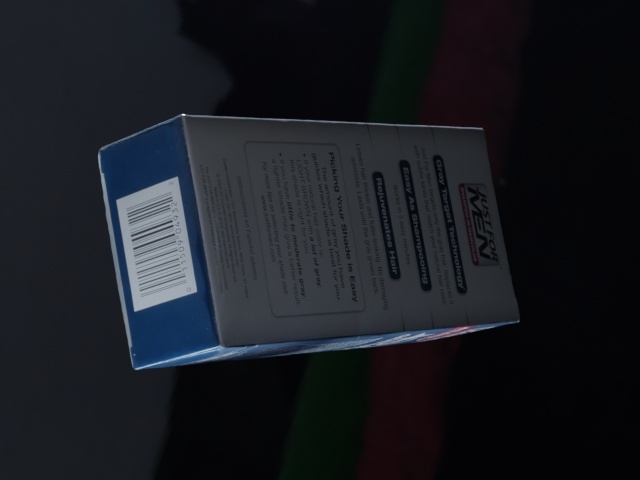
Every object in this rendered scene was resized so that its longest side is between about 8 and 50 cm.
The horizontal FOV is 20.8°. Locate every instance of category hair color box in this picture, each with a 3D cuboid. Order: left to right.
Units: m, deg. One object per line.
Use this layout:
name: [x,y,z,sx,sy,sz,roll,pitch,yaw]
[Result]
hair color box: [0.000,0.000,1.371,0.105,0.347,0.173,-17,-101,43]
